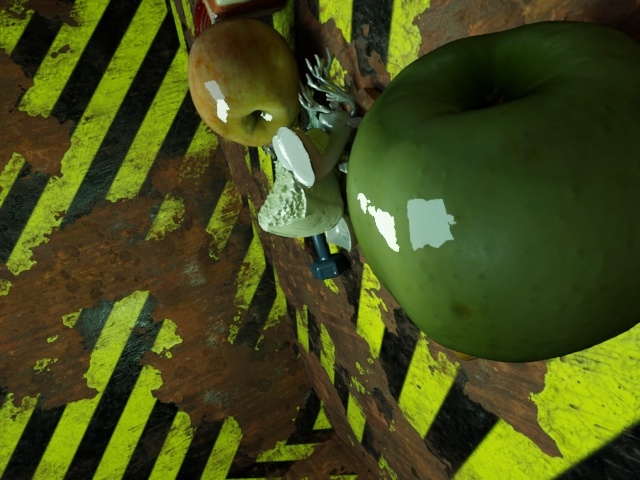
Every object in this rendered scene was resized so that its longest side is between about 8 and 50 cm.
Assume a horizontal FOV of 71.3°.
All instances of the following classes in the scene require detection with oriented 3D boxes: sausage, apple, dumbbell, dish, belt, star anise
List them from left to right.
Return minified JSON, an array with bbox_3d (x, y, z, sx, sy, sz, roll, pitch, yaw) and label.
[{"bbox_3d":[-0.393,-0.852,1.848,0.324,0.227,0.115,86,157,-43],"label":"belt"},{"bbox_3d":[-0.241,-0.508,1.481,0.391,0.391,0.346,96,151,-55],"label":"apple"},{"bbox_3d":[-0.248,-0.478,2.137,0.172,0.063,0.208,57,156,17],"label":"star anise"},{"bbox_3d":[0.000,0.000,1.863,0.144,0.160,0.325,-8,107,39],"label":"dumbbell"},{"bbox_3d":[0.080,-0.054,1.685,0.212,0.077,0.151,21,129,65],"label":"dish"},{"bbox_3d":[0.150,-0.352,1.177,0.169,0.065,0.065,53,156,39],"label":"sausage"},{"bbox_3d":[0.263,-0.054,0.635,0.474,0.473,0.474,54,157,35],"label":"apple"}]

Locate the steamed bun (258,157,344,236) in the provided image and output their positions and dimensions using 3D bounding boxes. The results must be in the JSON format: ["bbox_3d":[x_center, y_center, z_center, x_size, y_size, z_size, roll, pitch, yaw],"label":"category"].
[{"bbox_3d":[-0.082,-0.144,1.497,0.272,0.273,0.290,-41,31,37],"label":"steamed bun"}]

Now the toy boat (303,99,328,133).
[{"bbox_3d":[-0.008,-0.339,1.578,0.319,0.092,0.141,95,154,-57],"label":"toy boat"}]

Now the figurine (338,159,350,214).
[{"bbox_3d":[0.153,-0.114,1.316,0.308,0.143,0.308,162,90,-89],"label":"figurine"}]

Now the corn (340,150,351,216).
[{"bbox_3d":[0.109,-0.180,1.469,0.080,0.080,0.231,43,147,51],"label":"corn"}]

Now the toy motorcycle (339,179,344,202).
[{"bbox_3d":[0.047,-0.166,1.622,0.193,0.061,0.124,24,97,59],"label":"toy motorcycle"}]

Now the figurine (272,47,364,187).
[{"bbox_3d":[-0.004,-0.361,1.299,0.284,0.315,0.206,49,148,-4],"label":"figurine"}]

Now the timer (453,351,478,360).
[{"bbox_3d":[0.406,0.220,1.080,0.152,0.132,0.132,-23,89,48],"label":"timer"}]

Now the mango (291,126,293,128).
[{"bbox_3d":[-0.166,-0.541,1.749,0.177,0.120,0.295,16,129,57],"label":"mango"}]

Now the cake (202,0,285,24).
[{"bbox_3d":[-0.251,-0.856,1.380,0.319,0.269,0.270,-4,108,69],"label":"cake"}]
